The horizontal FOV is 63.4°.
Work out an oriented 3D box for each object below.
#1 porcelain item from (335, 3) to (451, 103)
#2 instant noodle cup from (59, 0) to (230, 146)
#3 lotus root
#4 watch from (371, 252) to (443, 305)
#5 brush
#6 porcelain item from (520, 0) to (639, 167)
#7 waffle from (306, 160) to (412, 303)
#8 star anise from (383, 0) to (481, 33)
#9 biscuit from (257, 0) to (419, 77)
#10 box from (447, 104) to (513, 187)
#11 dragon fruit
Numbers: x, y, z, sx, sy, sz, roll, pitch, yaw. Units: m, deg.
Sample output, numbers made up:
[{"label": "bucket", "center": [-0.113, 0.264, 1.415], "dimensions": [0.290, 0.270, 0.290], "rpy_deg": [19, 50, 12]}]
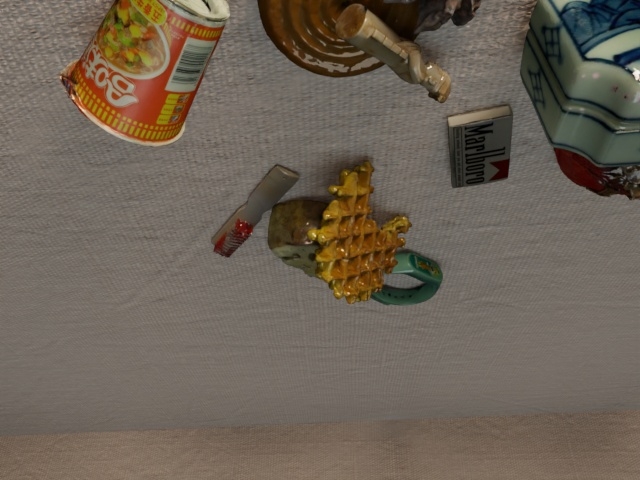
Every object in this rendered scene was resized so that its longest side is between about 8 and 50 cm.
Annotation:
[{"label": "porcelain item", "center": [0.122, -0.273, 0.773], "dimensions": [0.213, 0.084, 0.054], "rpy_deg": [20, 111, -35]}, {"label": "instant noodle cup", "center": [-0.238, -0.274, 0.737], "dimensions": [0.193, 0.193, 0.212], "rpy_deg": [22, 131, -30]}, {"label": "lotus root", "center": [0.000, 0.000, 1.171], "dimensions": [0.235, 0.119, 0.138], "rpy_deg": [28, 140, -33]}, {"label": "watch", "center": [0.209, 0.104, 1.381], "dimensions": [0.237, 0.068, 0.195], "rpy_deg": [22, 141, -35]}, {"label": "brush", "center": [-0.155, -0.053, 1.155], "dimensions": [0.060, 0.050, 0.321], "rpy_deg": [23, 137, -26]}, {"label": "porcelain item", "center": [0.440, -0.244, 0.700], "dimensions": [0.281, 0.286, 0.157], "rpy_deg": [-2, 142, 3]}, {"label": "waffle", "center": [0.078, -0.001, 1.089], "dimensions": [0.069, 0.260, 0.293], "rpy_deg": [16, 157, 41]}, {"label": "star anise", "center": [0.170, -0.365, 0.662], "dimensions": [0.231, 0.089, 0.209], "rpy_deg": [-16, 135, -27]}, {"label": "biscuit", "center": [0.035, -0.344, 0.754], "dimensions": [0.262, 0.037, 0.262], "rpy_deg": [-2, 145, -1]}, {"label": "box", "center": [0.308, -0.178, 1.003], "dimensions": [0.115, 0.036, 0.177], "rpy_deg": [-9, 144, 10]}, {"label": "dragon fruit", "center": [0.561, -0.153, 0.952], "dimensions": [0.218, 0.148, 0.223], "rpy_deg": [24, 137, -31]}]
